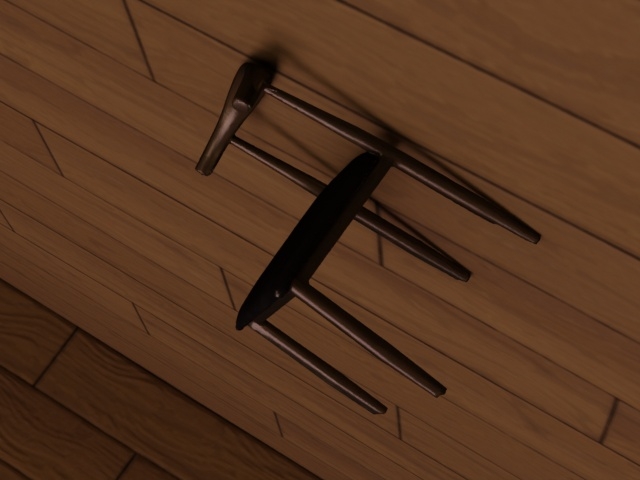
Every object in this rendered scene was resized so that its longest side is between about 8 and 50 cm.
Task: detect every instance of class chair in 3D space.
[{"bbox_3d":[0.000,0.000,1.049,0.272,0.166,0.188,36,161,-3],"label":"chair"}]
